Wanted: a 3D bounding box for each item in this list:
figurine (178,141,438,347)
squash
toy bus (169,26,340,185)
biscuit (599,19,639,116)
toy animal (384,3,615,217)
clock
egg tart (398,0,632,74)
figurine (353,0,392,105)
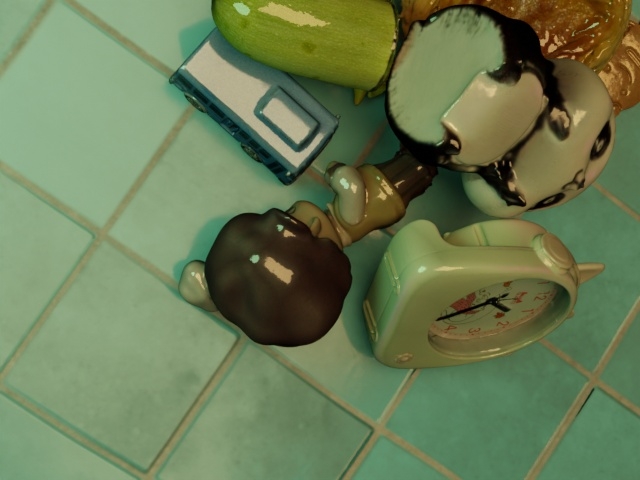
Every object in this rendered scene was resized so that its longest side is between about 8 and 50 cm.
[{"bbox_3d":[-0.010,-0.018,1.701,0.206,0.218,0.365,39,76,-8],"label":"figurine"},{"bbox_3d":[-0.030,-0.286,1.629,0.247,0.132,0.132,10,88,-18],"label":"squash"},{"bbox_3d":[-0.088,-0.192,1.715,0.234,0.133,0.116,42,79,-8],"label":"toy bus"},{"bbox_3d":[0.490,-0.279,1.905,0.184,0.027,0.133,-25,97,-12],"label":"biscuit"},{"bbox_3d":[0.260,-0.169,1.663,0.310,0.251,0.251,30,83,-40],"label":"toy animal"},{"bbox_3d":[0.235,0.073,1.741,0.324,0.265,0.109,-3,54,-18],"label":"clock"},{"bbox_3d":[0.276,-0.351,1.772,0.352,0.150,0.352,-4,115,-9],"label":"egg tart"},{"bbox_3d":[0.049,-0.286,1.774,0.129,0.109,0.178,-2,99,-27],"label":"figurine"}]
